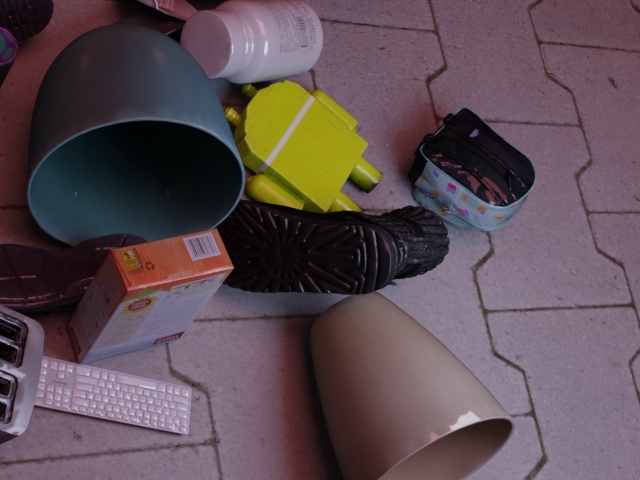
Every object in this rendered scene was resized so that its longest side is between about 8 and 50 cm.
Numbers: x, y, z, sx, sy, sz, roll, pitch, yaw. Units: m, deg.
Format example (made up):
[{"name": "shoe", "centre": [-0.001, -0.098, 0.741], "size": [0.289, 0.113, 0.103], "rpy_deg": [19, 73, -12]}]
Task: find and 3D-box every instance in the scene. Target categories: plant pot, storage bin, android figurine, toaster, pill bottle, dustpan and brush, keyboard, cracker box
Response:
[{"name": "plant pot", "centre": [-0.269, -0.159, 1.688], "size": [0.293, 0.293, 0.235], "rpy_deg": [6, 51, -27]}, {"name": "storage bin", "centre": [-0.275, -0.297, 1.866], "size": [0.091, 0.098, 0.135], "rpy_deg": [37, 50, 26]}, {"name": "android figurine", "centre": [-0.032, -0.145, 1.941], "size": [0.273, 0.056, 0.248], "rpy_deg": [37, 56, -11]}, {"name": "toaster", "centre": [-0.444, 0.168, 1.509], "size": [0.185, 0.110, 0.168], "rpy_deg": [32, 50, -38]}, {"name": "pill bottle", "centre": [-0.109, -0.314, 1.893], "size": [0.229, 0.131, 0.131], "rpy_deg": [-19, 77, -54]}, {"name": "dustpan and brush", "centre": [-0.290, -0.414, 1.911], "size": [0.211, 0.060, 0.147], "rpy_deg": [27, 10, 20]}, {"name": "keyboard", "centre": [-0.299, 0.210, 1.653], "size": [0.256, 0.014, 0.072], "rpy_deg": [15, 61, -22]}, {"name": "cracker box", "centre": [-0.233, 0.077, 1.615], "size": [0.155, 0.232, 0.067], "rpy_deg": [-12, 67, -33]}, {"name": "plant pot", "centre": [0.100, 0.217, 1.749], "size": [0.256, 0.256, 0.274], "rpy_deg": [-13, 58, -33]}]

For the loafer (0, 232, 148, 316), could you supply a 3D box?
[{"name": "loafer", "centre": [-0.370, 0.064, 1.638], "size": [0.302, 0.095, 0.109], "rpy_deg": [-8, 53, -28]}]

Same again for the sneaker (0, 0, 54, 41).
[{"name": "sneaker", "centre": [-0.554, -0.324, 1.729], "size": [0.319, 0.112, 0.131], "rpy_deg": [-17, 48, -29]}]

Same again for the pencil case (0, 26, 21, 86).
[{"name": "pencil case", "centre": [-0.471, -0.242, 1.686], "size": [0.064, 0.151, 0.070], "rpy_deg": [5, 66, -30]}]

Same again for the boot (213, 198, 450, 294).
[{"name": "boot", "centre": [0.001, 0.004, 1.830], "size": [0.260, 0.348, 0.131], "rpy_deg": [-21, 120, -66]}]

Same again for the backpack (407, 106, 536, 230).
[{"name": "backpack", "centre": [0.258, -0.104, 2.020], "size": [0.188, 0.144, 0.166], "rpy_deg": [33, 50, 17]}]
